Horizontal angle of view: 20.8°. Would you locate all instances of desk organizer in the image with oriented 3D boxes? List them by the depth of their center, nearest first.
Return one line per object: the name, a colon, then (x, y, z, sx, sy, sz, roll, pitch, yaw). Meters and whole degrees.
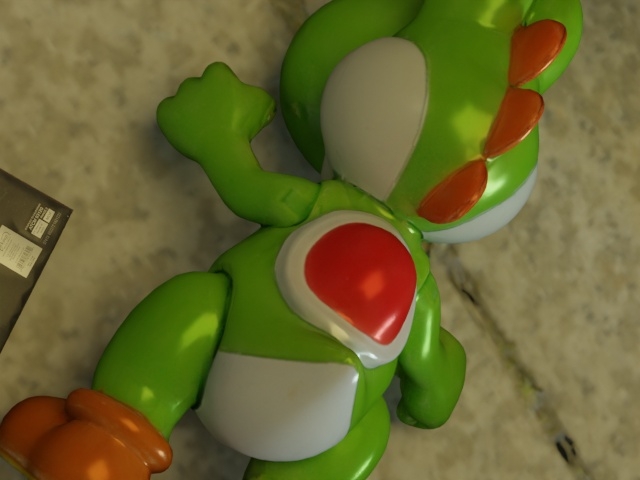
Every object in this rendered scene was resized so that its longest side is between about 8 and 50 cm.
desk organizer: (-0.176, 0.033, 0.854, 0.047, 0.050, 0.130, 31, 68, -16)

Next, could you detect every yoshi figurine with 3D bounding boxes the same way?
yoshi figurine: (-0.003, 0.004, 0.904, 0.203, 0.203, 0.362, 30, 79, 27)
